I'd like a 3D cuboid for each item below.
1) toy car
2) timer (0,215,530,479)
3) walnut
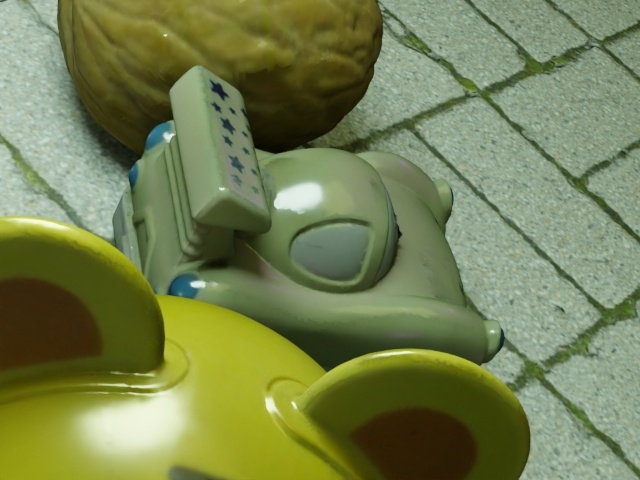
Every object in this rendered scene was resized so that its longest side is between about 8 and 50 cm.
[{"bbox_3d":[0.000,0.000,1.242,0.336,0.226,0.242,9,43,-25],"label":"toy car"},{"bbox_3d":[-0.102,0.174,0.854,0.376,0.387,0.376,19,37,-15],"label":"timer"},{"bbox_3d":[-0.096,-0.216,1.373,0.332,0.333,0.333,19,40,-16],"label":"walnut"}]
